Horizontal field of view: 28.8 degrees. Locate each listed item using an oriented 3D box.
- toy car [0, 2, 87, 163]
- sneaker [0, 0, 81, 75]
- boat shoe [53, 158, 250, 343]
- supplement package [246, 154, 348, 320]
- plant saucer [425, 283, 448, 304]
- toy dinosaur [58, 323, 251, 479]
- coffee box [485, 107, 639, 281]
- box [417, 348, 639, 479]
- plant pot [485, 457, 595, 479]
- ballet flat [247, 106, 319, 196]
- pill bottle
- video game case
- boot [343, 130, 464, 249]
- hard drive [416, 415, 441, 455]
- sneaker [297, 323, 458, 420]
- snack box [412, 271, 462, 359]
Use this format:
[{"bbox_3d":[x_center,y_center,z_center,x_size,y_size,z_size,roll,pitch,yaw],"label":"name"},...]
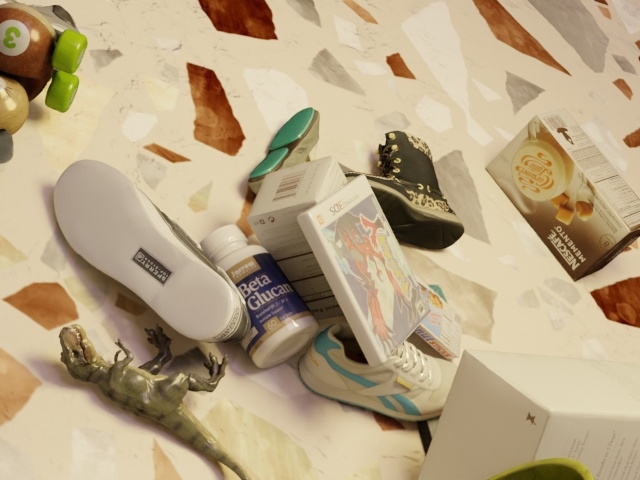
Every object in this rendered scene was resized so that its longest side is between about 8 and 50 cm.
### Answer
[{"bbox_3d":[-0.392,-0.180,1.504,0.155,0.149,0.188,21,53,-4],"label":"toy car"},{"bbox_3d":[-0.413,-0.293,1.646,0.229,0.086,0.132,28,21,-6],"label":"sneaker"},{"bbox_3d":[-0.198,0.017,1.497,0.301,0.108,0.102,38,-1,21],"label":"boat shoe"},{"bbox_3d":[0.000,0.000,1.606,0.179,0.105,0.105,61,28,-29],"label":"supplement package"},{"bbox_3d":[0.104,0.089,1.736,0.192,0.018,0.067,3,51,-36],"label":"plant saucer"},{"bbox_3d":[-0.172,0.163,1.406,0.268,0.064,0.118,35,48,-9],"label":"toy dinosaur"},{"bbox_3d":[0.410,-0.077,2.050,0.098,0.141,0.246,-17,66,-47],"label":"coffee box"},{"bbox_3d":[0.319,0.273,1.538,0.345,0.215,0.168,9,16,-34],"label":"box"},{"bbox_3d":[0.226,0.472,1.242,0.353,0.366,0.366,51,38,-6],"label":"plant pot"},{"bbox_3d":[-0.044,-0.114,1.786,0.068,0.072,0.213,59,34,-21],"label":"ballet flat"},{"bbox_3d":[-0.085,0.066,1.541,0.094,0.094,0.169,-16,62,-47],"label":"pill bottle"},{"bbox_3d":[0.058,0.032,1.527,0.201,0.023,0.183,64,29,-6],"label":"video game case"},{"bbox_3d":[0.098,-0.090,1.853,0.236,0.085,0.178,19,40,-34],"label":"boot"},{"bbox_3d":[0.192,0.264,1.635,0.135,0.022,0.094,12,46,-32],"label":"hard drive"},{"bbox_3d":[0.092,0.164,1.578,0.229,0.092,0.087,12,46,-22],"label":"sneaker"},{"bbox_3d":[0.141,0.096,1.684,0.178,0.022,0.064,41,49,-44],"label":"snack box"}]
